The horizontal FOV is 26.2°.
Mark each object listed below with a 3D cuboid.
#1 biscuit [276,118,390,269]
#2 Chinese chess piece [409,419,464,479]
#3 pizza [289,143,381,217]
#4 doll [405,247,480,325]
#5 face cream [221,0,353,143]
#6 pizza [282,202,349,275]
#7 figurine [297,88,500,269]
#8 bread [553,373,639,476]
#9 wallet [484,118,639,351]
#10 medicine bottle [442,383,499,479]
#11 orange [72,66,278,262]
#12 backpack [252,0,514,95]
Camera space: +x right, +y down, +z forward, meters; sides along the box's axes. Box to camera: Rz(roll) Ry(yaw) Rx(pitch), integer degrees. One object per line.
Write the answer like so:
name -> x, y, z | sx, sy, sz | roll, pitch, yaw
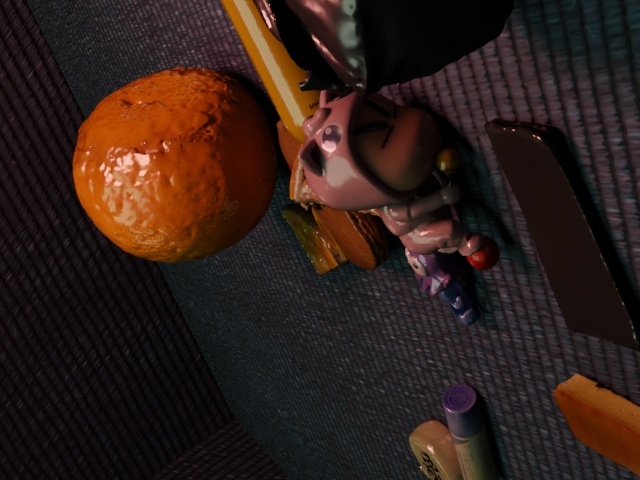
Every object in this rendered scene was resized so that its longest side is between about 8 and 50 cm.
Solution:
biscuit -> 0.003, -0.073, 2.095 | 0.277, 0.052, 0.262 | 58, 170, -15
Chinese chess piece -> 0.215, 0.386, 2.423 | 0.144, 0.058, 0.144 | 51, 165, 19
pizza -> 0.049, -0.079, 1.909 | 0.195, 0.052, 0.185 | 35, 127, 12
doll -> 0.169, 0.053, 1.877 | 0.206, 0.067, 0.110 | 54, 178, -36
face cream -> -0.041, -0.251, 1.800 | 0.349, 0.105, 0.105 | 63, 164, -14
pizza -> 0.000, -0.001, 2.318 | 0.175, 0.046, 0.134 | 47, 162, 32
figurine -> 0.106, -0.080, 1.697 | 0.287, 0.176, 0.186 | 45, 126, -16
bread -> 0.371, 0.235, 1.644 | 0.226, 0.049, 0.088 | 30, 150, 57
wallet -> 0.267, -0.008, 1.510 | 0.285, 0.030, 0.146 | 63, 167, -19
medicine bottle -> 0.242, 0.323, 2.206 | 0.059, 0.059, 0.231 | 42, 159, 43
orange -> -0.232, -0.114, 2.249 | 0.340, 0.340, 0.293 | 37, 151, 52
backpack -> -0.024, -0.342, 1.325 | 0.445, 0.254, 0.363 | 41, 153, 53
